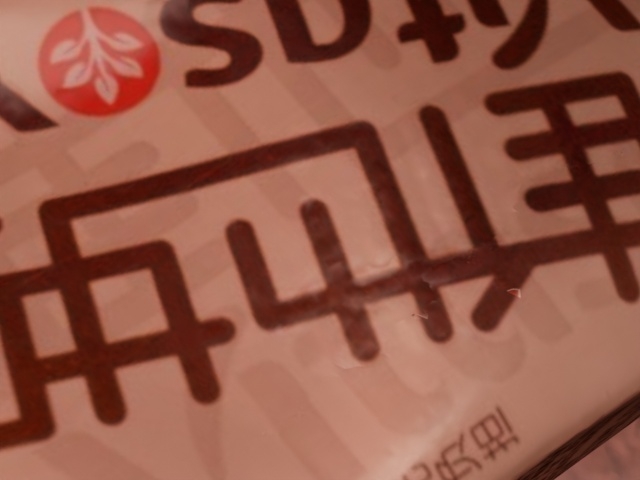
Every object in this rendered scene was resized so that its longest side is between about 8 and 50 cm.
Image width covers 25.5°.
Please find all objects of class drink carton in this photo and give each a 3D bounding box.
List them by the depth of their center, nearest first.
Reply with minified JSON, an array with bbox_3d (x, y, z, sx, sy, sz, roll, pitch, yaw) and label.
[{"bbox_3d":[0.000,0.000,0.420,0.324,0.132,0.194,-30,73,-26],"label":"drink carton"}]
